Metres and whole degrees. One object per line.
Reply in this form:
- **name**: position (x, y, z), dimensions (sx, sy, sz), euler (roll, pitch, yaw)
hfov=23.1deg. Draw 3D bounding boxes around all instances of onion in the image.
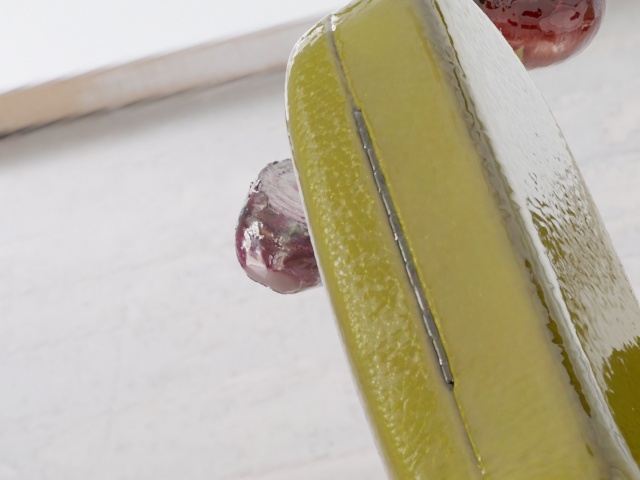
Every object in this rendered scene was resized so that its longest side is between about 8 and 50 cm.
- **onion**: position (0.219, -0.277, 1.847), dimensions (0.248, 0.161, 0.248), euler (-11, 38, 9)
- **onion**: position (0.000, 0.000, 1.986), dimensions (0.218, 0.139, 0.195), euler (23, 22, 5)

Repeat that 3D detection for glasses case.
- **glasses case**: position (0.081, 0.034, 0.835), dimensions (0.141, 0.173, 0.371), euler (-33, 52, 23)
